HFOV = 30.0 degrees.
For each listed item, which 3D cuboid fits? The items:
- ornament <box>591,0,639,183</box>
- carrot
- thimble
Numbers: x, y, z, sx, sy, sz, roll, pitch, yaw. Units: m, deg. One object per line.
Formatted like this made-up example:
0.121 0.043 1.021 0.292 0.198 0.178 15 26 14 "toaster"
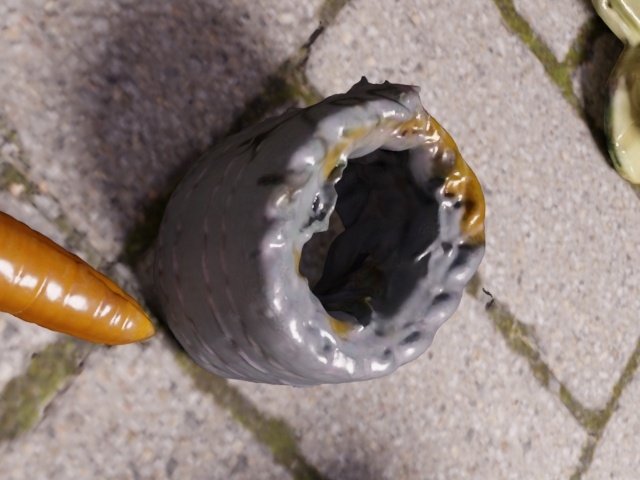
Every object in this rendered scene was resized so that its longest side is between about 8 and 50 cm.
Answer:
0.257 -0.146 0.859 0.180 0.059 0.201 -10 88 -41 "ornament"
-0.180 -0.003 0.499 0.271 0.062 0.066 10 45 -41 "carrot"
-0.002 0.000 0.596 0.151 0.118 0.127 -41 109 -33 "thimble"
